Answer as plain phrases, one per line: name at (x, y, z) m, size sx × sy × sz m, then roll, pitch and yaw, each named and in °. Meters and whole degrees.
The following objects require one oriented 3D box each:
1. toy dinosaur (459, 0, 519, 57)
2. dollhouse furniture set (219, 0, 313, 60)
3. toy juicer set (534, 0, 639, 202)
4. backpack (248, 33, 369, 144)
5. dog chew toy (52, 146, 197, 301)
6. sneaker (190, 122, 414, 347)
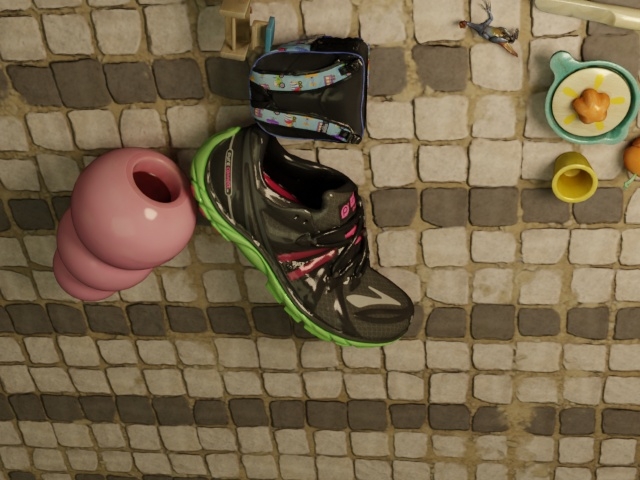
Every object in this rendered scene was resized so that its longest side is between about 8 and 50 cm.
toy dinosaur at (0.243, -0.299, 1.258) m, size 0.082 × 0.047 × 0.090 m, roll 11°, pitch 139°, yaw 24°
dollhouse furniture set at (-0.066, -0.361, 1.222) m, size 0.129 × 0.129 × 0.184 m, roll 10°, pitch 140°, yaw 2°
toy juicer set at (0.432, -0.210, 1.257) m, size 0.209 × 0.089 × 0.329 m, roll -6°, pitch 123°, yaw 14°
backpack at (-0.016, -0.230, 1.299) m, size 0.173 × 0.117 × 0.158 m, roll 3°, pitch 125°, yaw 7°
dog chew toy at (-0.350, -0.008, 1.468) m, size 0.206 × 0.207 × 0.332 m, roll 34°, pitch 131°, yaw -14°
sneaker at (0.000, 0.000, 1.419) m, size 0.202 × 0.185 × 0.483 m, roll -33°, pitch 115°, yaw 32°
